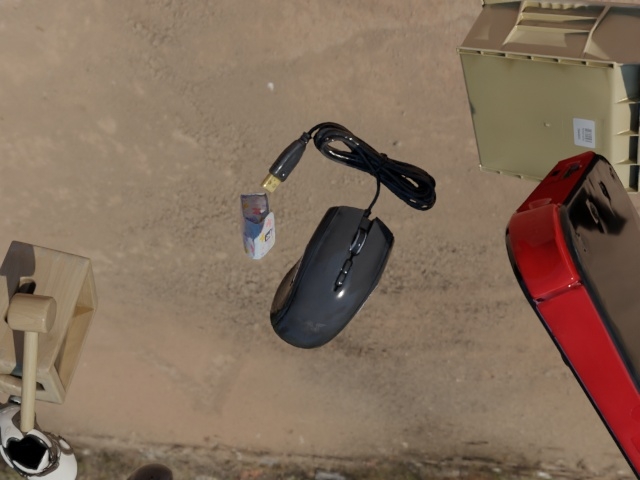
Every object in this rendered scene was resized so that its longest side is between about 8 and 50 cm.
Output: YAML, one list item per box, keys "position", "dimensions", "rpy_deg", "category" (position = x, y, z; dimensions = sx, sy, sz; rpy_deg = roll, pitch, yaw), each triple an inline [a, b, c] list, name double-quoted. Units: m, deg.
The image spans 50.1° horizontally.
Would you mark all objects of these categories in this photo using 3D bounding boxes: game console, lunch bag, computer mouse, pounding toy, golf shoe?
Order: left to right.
- position: [-0.301, 0.094, 0.681]
  dimensions: [0.094, 0.181, 0.206]
  rpy_deg: [14, 150, -6]
  category: "pounding toy"
- position: [-0.399, 0.305, 0.955]
  dimensions: [0.077, 0.094, 0.198]
  rpy_deg: [-31, 130, -12]
  category: "golf shoe"
- position: [-0.233, 0.363, 0.878]
  dimensions: [0.071, 0.242, 0.041]
  rpy_deg: [10, 109, -7]
  category: "computer mouse"
- position: [-0.096, -0.021, 1.044]
  dimensions: [0.053, 0.083, 0.071]
  rpy_deg: [-3, 127, -6]
  category: "lunch bag"
- position: [0.000, 0.000, 0.773]
  dimensions: [0.184, 0.060, 0.262]
  rpy_deg: [33, 100, -14]
  category: "computer mouse"
- position: [0.324, 0.084, 0.715]
  dimensions: [0.060, 0.386, 0.342]
  rpy_deg: [-26, 93, 32]
  category: "game console"

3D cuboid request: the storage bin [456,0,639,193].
- position: [0.357, -0.211, 1.019]
  dimensions: [0.260, 0.123, 0.262]
  rpy_deg: [16, 150, 32]
  category: "storage bin"
